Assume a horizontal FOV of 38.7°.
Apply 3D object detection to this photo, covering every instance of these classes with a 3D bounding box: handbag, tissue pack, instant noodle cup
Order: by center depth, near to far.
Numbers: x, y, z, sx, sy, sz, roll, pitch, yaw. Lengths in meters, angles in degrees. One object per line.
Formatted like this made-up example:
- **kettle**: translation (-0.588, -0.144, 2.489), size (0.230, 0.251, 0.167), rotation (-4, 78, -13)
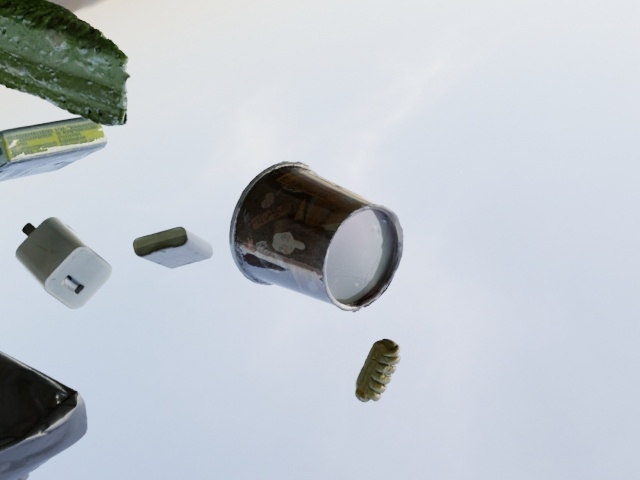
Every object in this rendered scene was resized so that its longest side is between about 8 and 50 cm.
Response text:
- **instant noodle cup**: translation (0.000, 0.000, 1.443), size (0.217, 0.217, 0.207), rotation (-37, -142, -28)
- **handbag**: translation (-0.652, 0.369, 1.797), size (0.302, 0.177, 0.275), rotation (21, -138, 27)
- **tissue pack**: translation (-0.582, -0.180, 1.818), size (0.185, 0.081, 0.257), rotation (-16, -176, 34)

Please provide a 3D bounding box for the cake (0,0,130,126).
- **cake**: translation (-0.290, -0.215, 1.040), size (0.235, 0.100, 0.099), rotation (23, -146, 19)

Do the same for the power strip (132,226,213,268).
- **power strip**: translation (-0.248, 0.016, 1.583), size (0.092, 0.034, 0.268), rotation (-16, 172, 2)

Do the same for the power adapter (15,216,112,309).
- **power adapter**: translation (-0.553, 0.030, 1.903), size (0.125, 0.130, 0.205), rotation (-49, -128, -7)

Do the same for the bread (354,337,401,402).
- **bread**: translation (0.075, 0.167, 1.158), size (0.049, 0.034, 0.088), rotation (19, -97, 60)
